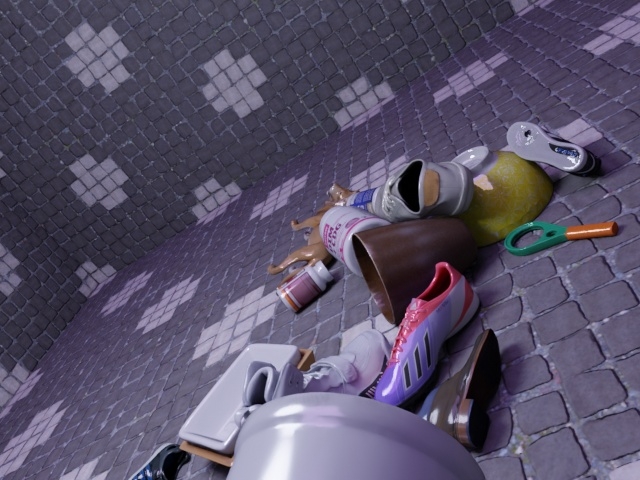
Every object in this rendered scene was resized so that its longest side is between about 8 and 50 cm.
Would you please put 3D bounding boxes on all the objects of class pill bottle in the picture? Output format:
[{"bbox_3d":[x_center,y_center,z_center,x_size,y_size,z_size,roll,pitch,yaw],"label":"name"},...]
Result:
[{"bbox_3d":[0.099,-0.007,1.558,0.160,0.160,0.283,-39,20,-5],"label":"pill bottle"},{"bbox_3d":[0.176,-0.105,1.707,0.187,0.112,0.112,-12,32,50],"label":"pill bottle"},{"bbox_3d":[-0.041,0.128,1.604,0.152,0.086,0.086,-37,21,0],"label":"pill bottle"}]

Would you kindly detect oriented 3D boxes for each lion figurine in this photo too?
[{"bbox_3d":[0.000,0.000,1.780,0.240,0.142,0.392,-15,42,34],"label":"lion figurine"}]

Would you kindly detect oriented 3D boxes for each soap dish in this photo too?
[{"bbox_3d":[-0.149,0.362,1.237,0.229,0.118,0.290,-11,33,50],"label":"soap dish"}]

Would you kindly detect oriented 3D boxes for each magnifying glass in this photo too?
[{"bbox_3d":[0.480,-0.010,1.151,0.231,0.026,0.092,-12,32,52],"label":"magnifying glass"}]

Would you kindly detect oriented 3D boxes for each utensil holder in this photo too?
[{"bbox_3d":[0.001,0.418,0.601,0.328,0.327,0.385,-23,28,33],"label":"utensil holder"}]

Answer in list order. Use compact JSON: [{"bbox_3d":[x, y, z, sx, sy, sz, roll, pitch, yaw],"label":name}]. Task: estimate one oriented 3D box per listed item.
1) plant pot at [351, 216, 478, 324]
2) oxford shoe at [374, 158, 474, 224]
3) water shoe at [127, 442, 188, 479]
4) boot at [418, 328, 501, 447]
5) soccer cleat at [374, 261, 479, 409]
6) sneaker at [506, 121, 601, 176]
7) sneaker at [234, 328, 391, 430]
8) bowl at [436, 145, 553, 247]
[{"bbox_3d":[0.216,0.039,1.250,0.231,0.215,0.215,-23,20,-6],"label":"plant pot"},{"bbox_3d":[0.211,-0.117,1.404,0.130,0.169,0.449,1,0,-15],"label":"oxford shoe"},{"bbox_3d":[-0.381,0.547,1.286,0.080,0.073,0.203,-14,31,42],"label":"water shoe"},{"bbox_3d":[0.229,0.237,0.945,0.106,0.082,0.219,-15,32,40],"label":"boot"},{"bbox_3d":[0.186,0.180,1.083,0.318,0.116,0.109,-48,23,-26],"label":"soccer cleat"},{"bbox_3d":[0.535,-0.199,1.302,0.217,0.121,0.079,46,116,47],"label":"sneaker"},{"bbox_3d":[-0.007,0.267,1.078,0.137,0.210,0.365,-11,33,50],"label":"sneaker"},{"bbox_3d":[0.387,-0.131,1.365,0.290,0.156,0.289,-31,22,14],"label":"bowl"}]
